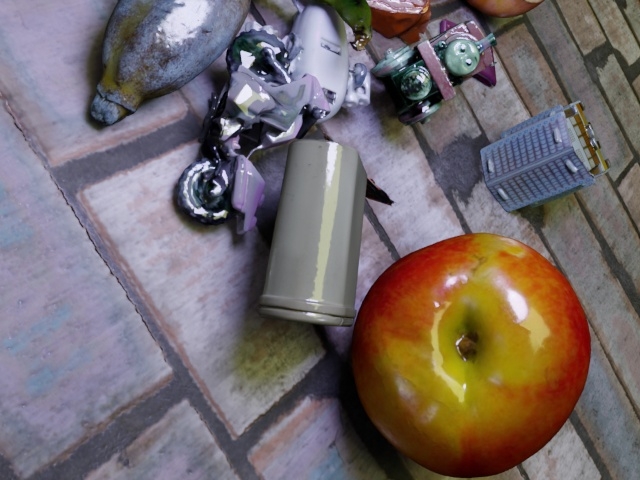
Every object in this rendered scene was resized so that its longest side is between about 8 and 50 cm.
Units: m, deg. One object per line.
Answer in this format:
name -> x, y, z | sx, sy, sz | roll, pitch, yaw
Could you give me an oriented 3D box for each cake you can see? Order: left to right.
cake -> 0.114, -0.506, 1.368 | 0.287, 0.135, 0.098 | 14, 79, -27

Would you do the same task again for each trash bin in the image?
trash bin -> 0.000, 0.000, 0.968 | 0.243, 0.121, 0.247 | 44, 54, -77

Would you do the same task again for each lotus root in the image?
lotus root -> -0.221, -0.301, 0.945 | 0.158, 0.140, 0.322 | 35, 66, -6

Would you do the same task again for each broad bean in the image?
broad bean -> -0.030, -0.412, 1.107 | 0.292, 0.049, 0.144 | 27, 55, 9

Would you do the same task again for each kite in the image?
kite -> 0.059, -0.116, 1.117 | 0.014, 0.183, 0.241 | -49, 148, -3

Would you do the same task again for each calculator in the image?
calculator -> 0.368, -0.462, 1.618 | 0.190, 0.034, 0.126 | 13, 67, -36

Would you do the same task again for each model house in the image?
model house -> 0.523, -0.191, 1.518 | 0.215, 0.224, 0.198 | -27, 93, -44

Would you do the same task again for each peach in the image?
peach -> 0.233, 0.172, 1.047 | 0.388, 0.388, 0.388 | 16, 64, -36

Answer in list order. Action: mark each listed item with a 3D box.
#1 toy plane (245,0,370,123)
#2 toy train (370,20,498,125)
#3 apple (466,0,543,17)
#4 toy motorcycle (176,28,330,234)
toy plane -> -0.012, -0.328, 1.174 | 0.267, 0.123, 0.266 | 15, 65, -34
toy train -> 0.225, -0.334, 1.275 | 0.150, 0.221, 0.304 | 60, 14, -12
apple -> 0.427, -0.678, 1.663 | 0.293, 0.163, 0.251 | 25, 68, -17
toy motorcycle -> -0.092, -0.162, 1.019 | 0.188, 0.143, 0.327 | 22, 74, -19
